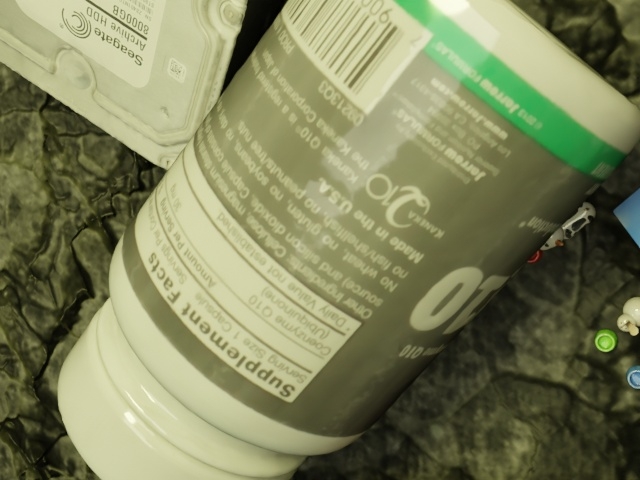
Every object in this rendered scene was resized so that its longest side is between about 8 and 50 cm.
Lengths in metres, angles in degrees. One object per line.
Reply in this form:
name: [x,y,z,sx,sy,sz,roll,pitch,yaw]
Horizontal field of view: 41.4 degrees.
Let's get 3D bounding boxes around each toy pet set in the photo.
toy pet set: [0.195,0.021,0.520,0.114,0.065,0.122,-44,79,22]

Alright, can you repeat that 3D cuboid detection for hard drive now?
hard drive: [-0.127,-0.219,0.538,0.237,0.064,0.339,34,137,7]

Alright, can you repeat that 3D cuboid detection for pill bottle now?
pill bottle: [0.000,0.000,0.528,0.204,0.204,0.361,45,111,13]
